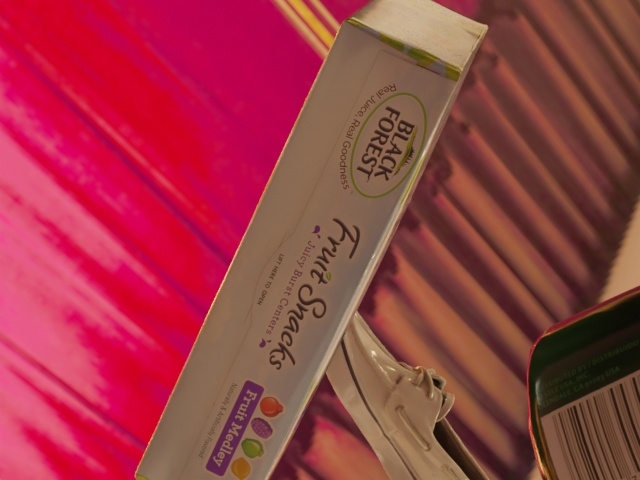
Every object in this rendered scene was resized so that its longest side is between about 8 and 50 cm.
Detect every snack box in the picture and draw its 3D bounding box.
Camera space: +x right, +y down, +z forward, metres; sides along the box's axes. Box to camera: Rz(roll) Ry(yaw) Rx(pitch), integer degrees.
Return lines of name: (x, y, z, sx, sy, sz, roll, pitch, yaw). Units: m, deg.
snack box: (0.000, 0.000, 0.476, 0.100, 0.037, 0.141, -60, 176, -73)

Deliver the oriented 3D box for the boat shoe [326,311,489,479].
boat shoe: (0.084, 0.161, 1.562, 0.088, 0.267, 0.096, -27, -173, 16)

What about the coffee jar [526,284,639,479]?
coffee jar: (0.145, 0.022, 0.381, 0.184, 0.096, 0.079, -30, -115, 34)
